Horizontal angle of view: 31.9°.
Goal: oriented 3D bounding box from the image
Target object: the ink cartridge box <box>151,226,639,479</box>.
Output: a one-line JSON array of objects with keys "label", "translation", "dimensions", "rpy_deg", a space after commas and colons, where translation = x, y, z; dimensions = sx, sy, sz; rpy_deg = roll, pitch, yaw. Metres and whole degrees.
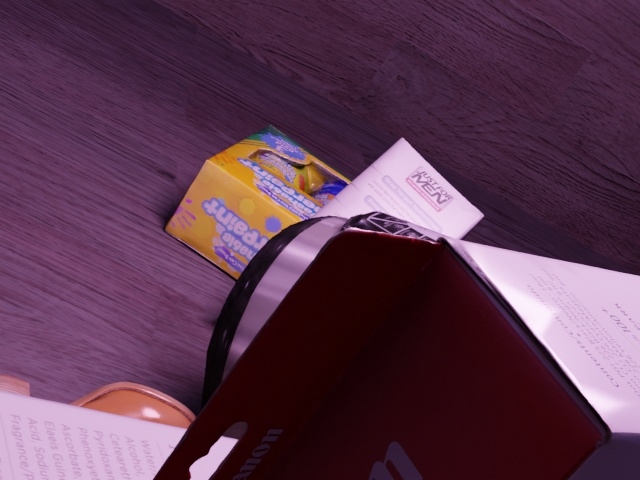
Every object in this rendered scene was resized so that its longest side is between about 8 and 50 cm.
[{"label": "ink cartridge box", "translation": [0.047, 0.159, 0.573], "dimensions": [0.271, 0.309, 0.130], "rpy_deg": [10, 33, -44]}]

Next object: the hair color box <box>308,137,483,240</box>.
[{"label": "hair color box", "translation": [0.058, 0.031, 1.752], "dimensions": [0.185, 0.374, 0.114], "rpy_deg": [45, -23, 8]}]

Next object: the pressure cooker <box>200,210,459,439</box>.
[{"label": "pressure cooker", "translation": [0.119, 0.187, 1.338], "dimensions": [0.420, 0.376, 0.370], "rpy_deg": [19, 57, 29]}]

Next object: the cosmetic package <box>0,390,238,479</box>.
[{"label": "cosmetic package", "translation": [-0.158, 0.342, 0.761], "dimensions": [0.393, 0.329, 0.327], "rpy_deg": [18, 25, -34]}]

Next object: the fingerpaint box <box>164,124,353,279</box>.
[{"label": "fingerpaint box", "translation": [0.000, 0.000, 2.011], "dimensions": [0.444, 0.163, 0.371], "rpy_deg": [35, 21, 4]}]

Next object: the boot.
[{"label": "boot", "translation": [-0.244, 0.242, 1.171], "dimensions": [0.283, 0.109, 0.220], "rpy_deg": [20, 23, -28]}]
